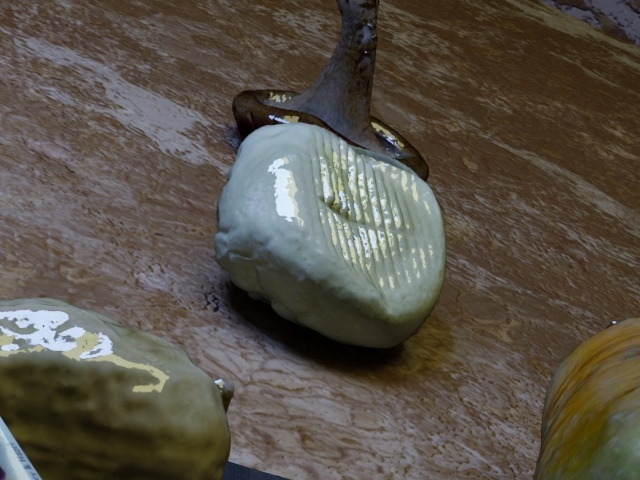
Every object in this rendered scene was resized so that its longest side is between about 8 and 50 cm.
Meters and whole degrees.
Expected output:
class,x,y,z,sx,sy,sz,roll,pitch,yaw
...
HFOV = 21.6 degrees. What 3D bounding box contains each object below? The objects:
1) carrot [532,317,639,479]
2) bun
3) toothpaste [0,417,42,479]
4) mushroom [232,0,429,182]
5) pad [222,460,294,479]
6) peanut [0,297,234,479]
class,x,y,z,sx,sy,sz,roll,pitch,yaw
carrot,0.248,0.183,1.142,0.224,0.224,0.341,20,17,-4
bun,0.000,0.000,1.460,0.229,0.145,0.229,30,43,-33
toothpaste,-0.127,0.201,0.880,0.314,0.056,0.058,47,34,19
mushroom,0.033,-0.167,1.764,0.227,0.218,0.148,24,21,4
pad,0.007,0.208,1.145,0.211,0.003,0.143,17,22,-11
peanut,-0.202,0.102,1.022,0.291,0.143,0.159,10,-6,-15
